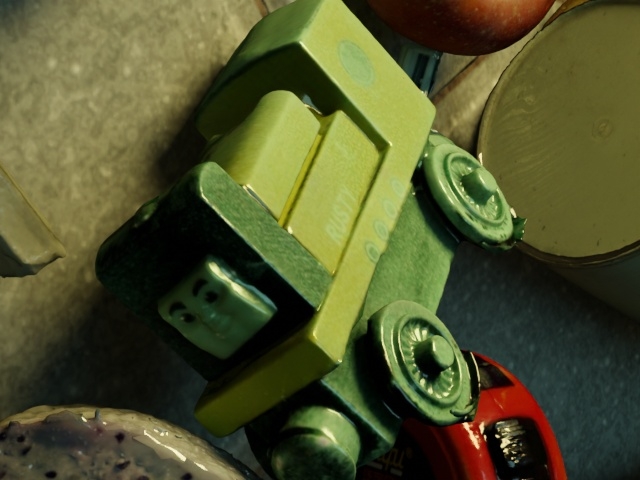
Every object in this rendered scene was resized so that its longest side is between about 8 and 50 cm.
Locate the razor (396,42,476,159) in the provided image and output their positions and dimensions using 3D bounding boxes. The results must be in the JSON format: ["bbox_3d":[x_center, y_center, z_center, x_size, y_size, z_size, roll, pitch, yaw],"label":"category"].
[{"bbox_3d":[0.132,-0.061,1.478,0.278,0.056,0.111,36,65,-46],"label":"razor"}]

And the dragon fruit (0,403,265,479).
[{"bbox_3d":[-0.170,0.228,1.108,0.221,0.204,0.283,44,84,-5],"label":"dragon fruit"}]

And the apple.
[{"bbox_3d":[0.111,-0.255,1.375,0.201,0.162,0.201,-6,101,-33],"label":"apple"}]

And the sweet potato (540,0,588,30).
[{"bbox_3d":[0.227,-0.174,1.548,0.243,0.077,0.077,-41,119,-22],"label":"sweet potato"}]

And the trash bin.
[{"bbox_3d":[0.359,-0.033,1.510,0.432,0.280,0.280,24,75,-48],"label":"trash bin"}]

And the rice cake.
[{"bbox_3d":[-0.260,-0.076,1.091,0.052,0.057,0.256,-54,126,-30],"label":"rice cake"}]

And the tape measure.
[{"bbox_3d":[0.094,0.213,1.309,0.114,0.253,0.261,-4,100,-39],"label":"tape measure"}]

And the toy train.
[{"bbox_3d":[0.000,0.000,1.181,0.253,0.160,0.397,46,34,-16],"label":"toy train"}]
